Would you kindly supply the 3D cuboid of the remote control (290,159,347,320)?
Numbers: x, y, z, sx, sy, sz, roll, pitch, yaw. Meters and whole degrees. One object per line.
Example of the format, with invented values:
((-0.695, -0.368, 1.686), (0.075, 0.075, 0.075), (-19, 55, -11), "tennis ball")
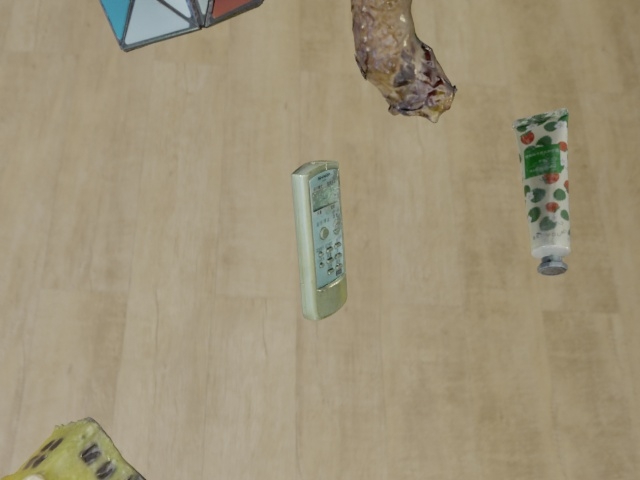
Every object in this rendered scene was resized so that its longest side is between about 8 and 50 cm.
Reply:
((0.000, 0.000, 1.250), (0.038, 0.234, 0.098), (5, 19, 31), "remote control")

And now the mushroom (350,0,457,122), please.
((0.076, -0.402, 1.207), (0.334, 0.356, 0.331), (15, 38, -21), "mushroom")

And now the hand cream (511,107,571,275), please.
((0.357, -0.080, 1.343), (0.095, 0.059, 0.276), (-12, 65, 29), "hand cream")

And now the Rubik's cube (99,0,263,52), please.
((-0.294, -0.545, 1.713), (0.246, 0.248, 0.250), (-6, 24, 36), "Rubik's cube")

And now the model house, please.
((-0.422, 0.433, 1.370), (0.234, 0.174, 0.193), (-44, 107, -35), "model house")
